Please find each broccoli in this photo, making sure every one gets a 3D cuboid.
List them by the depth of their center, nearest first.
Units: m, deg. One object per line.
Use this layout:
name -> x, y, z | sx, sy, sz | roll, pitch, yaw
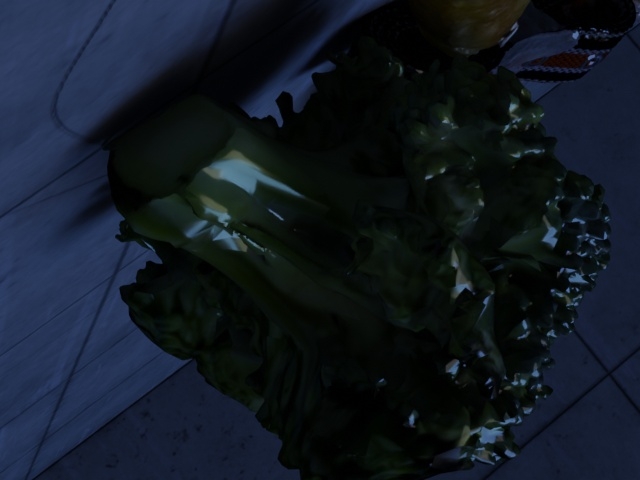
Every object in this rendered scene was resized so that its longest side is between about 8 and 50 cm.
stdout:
broccoli -> 0.024, 0.009, 1.123 | 0.277, 0.338, 0.317 | -52, 158, -1

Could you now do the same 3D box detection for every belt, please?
belt -> 0.135, -0.162, 1.414 | 0.359, 0.126, 0.094 | -32, 171, -46

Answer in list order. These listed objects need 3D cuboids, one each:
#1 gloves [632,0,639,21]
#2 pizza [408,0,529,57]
gloves -> 0.362, -0.306, 1.954 | 0.094, 0.110, 0.144 | -30, 146, -5
pizza -> 0.132, -0.222, 0.955 | 0.182, 0.074, 0.365 | -43, 171, -24
